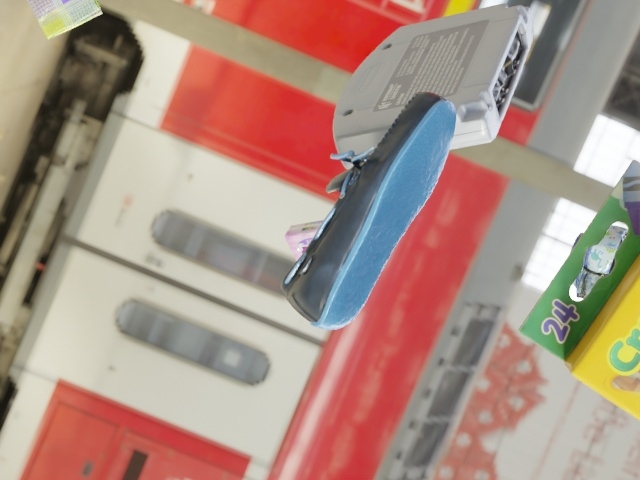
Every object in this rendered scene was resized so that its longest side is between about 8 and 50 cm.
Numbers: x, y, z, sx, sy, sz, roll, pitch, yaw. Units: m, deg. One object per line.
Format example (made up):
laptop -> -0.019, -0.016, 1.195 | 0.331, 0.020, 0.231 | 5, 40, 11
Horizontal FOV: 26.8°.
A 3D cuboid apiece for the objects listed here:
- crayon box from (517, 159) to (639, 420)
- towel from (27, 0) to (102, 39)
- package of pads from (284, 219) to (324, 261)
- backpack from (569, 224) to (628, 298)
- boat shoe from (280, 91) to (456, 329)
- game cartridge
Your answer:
crayon box -> 0.371, 0.095, 1.227 | 0.203, 0.323, 0.083 | -57, 176, 5
towel -> -0.233, -0.224, 1.168 | 0.060, 0.083, 0.009 | -24, -169, 12
package of pads -> 0.000, 0.000, 1.768 | 0.083, 0.050, 0.032 | -11, -151, 30
backpack -> 0.427, 0.029, 2.074 | 0.105, 0.084, 0.114 | -40, 146, -60
boat shoe -> 0.037, -0.040, 1.324 | 0.258, 0.089, 0.109 | -57, 147, -1
game cartridge -> 0.123, -0.176, 1.513 | 0.294, 0.196, 0.060 | -61, 139, -53
